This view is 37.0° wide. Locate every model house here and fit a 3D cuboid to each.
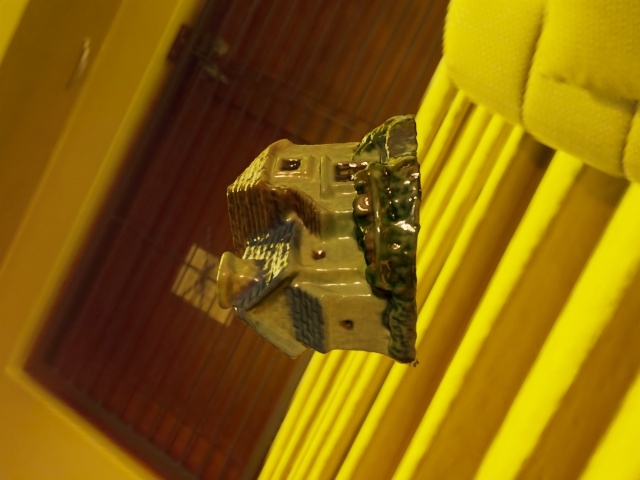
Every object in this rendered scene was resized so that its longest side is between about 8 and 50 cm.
[{"bbox_3d":[0.000,0.000,0.895,0.189,0.195,0.214,-2,-140,5],"label":"model house"}]
